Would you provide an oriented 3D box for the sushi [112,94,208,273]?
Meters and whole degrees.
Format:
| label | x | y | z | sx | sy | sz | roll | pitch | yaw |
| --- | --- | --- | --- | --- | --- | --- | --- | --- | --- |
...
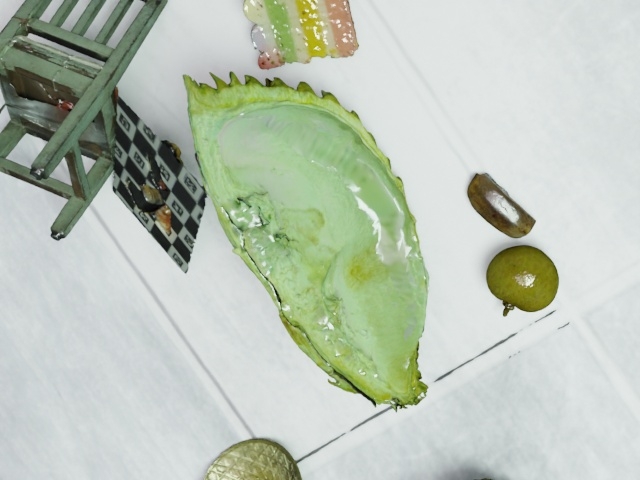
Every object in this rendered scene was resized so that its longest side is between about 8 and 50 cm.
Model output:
| label | x | y | z | sx | sy | sz | roll | pitch | yaw |
| --- | --- | --- | --- | --- | --- | --- | --- | --- | --- |
| sushi | -0.163 | -0.060 | 0.820 | 0.031 | 0.201 | 0.139 | -37 | 80 | -28 |

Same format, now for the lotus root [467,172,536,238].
| label | x | y | z | sx | sy | sz | roll | pitch | yaw |
| --- | --- | --- | --- | --- | --- | --- | --- | --- | --- |
| lotus root | 0.187 | -0.034 | 0.817 | 0.083 | 0.030 | 0.037 | 43 | 106 | 1 |

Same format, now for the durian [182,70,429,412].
| label | x | y | z | sx | sy | sz | roll | pitch | yaw |
| --- | --- | --- | --- | --- | --- | --- | --- | --- | --- |
| durian | 0.010 | -0.005 | 0.771 | 0.163 | 0.198 | 0.394 | -27 | 96 | 12 |

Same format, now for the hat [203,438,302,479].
| label | x | y | z | sx | sy | sz | roll | pitch | yaw |
| --- | --- | --- | --- | --- | --- | --- | --- | --- | --- |
| hat | -0.070 | 0.315 | 0.919 | 0.146 | 0.067 | 0.145 | -14 | 56 | 22 |

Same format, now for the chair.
| label | x | y | z | sx | sy | sz | roll | pitch | yaw |
| --- | --- | --- | --- | --- | --- | --- | --- | --- | --- |
| chair | -0.279 | -0.157 | 0.845 | 0.136 | 0.147 | 0.270 | 21 | 60 | 4 |

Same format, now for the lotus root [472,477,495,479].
| label | x | y | z | sx | sy | sz | roll | pitch | yaw |
| --- | --- | --- | --- | --- | --- | --- | --- | --- | --- |
| lotus root | 0.219 | 0.410 | 0.720 | 0.111 | 0.375 | 0.390 | -48 | 50 | 24 |

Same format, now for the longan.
| label | x | y | z | sx | sy | sz | roll | pitch | yaw |
| --- | --- | --- | --- | --- | --- | --- | --- | --- | --- |
| longan | 0.207 | 0.045 | 0.808 | 0.075 | 0.075 | 0.083 | 28 | 113 | 5 |

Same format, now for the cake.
| label | x | y | z | sx | sy | sz | roll | pitch | yaw |
| --- | --- | --- | --- | --- | --- | --- | --- | --- | --- |
| cake | -0.039 | -0.289 | 0.784 | 0.110 | 0.090 | 0.225 | -12 | 99 | 9 |
